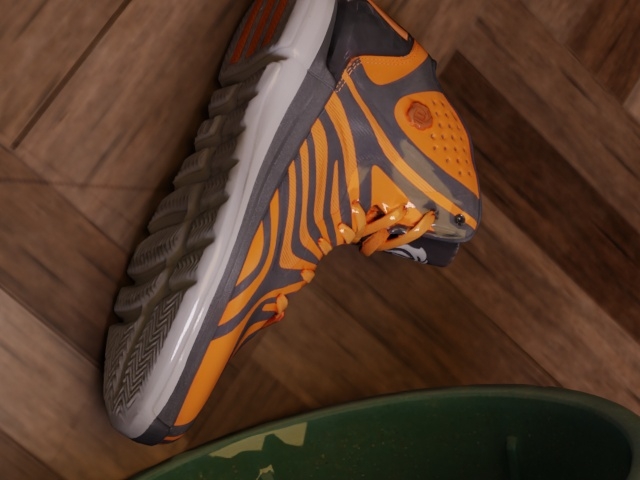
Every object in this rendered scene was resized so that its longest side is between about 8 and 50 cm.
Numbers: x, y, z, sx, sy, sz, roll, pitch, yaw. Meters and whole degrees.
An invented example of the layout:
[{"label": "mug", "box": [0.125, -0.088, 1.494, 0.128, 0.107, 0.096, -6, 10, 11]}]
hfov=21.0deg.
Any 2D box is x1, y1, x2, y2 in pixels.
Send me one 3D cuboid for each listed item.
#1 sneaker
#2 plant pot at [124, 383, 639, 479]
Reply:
[{"label": "sneaker", "box": [0.000, 0.000, 1.053, 0.180, 0.124, 0.321, 31, 71, -23]}, {"label": "plant pot", "box": [0.044, 0.294, 0.954, 0.341, 0.341, 0.334, -19, 103, -30]}]
